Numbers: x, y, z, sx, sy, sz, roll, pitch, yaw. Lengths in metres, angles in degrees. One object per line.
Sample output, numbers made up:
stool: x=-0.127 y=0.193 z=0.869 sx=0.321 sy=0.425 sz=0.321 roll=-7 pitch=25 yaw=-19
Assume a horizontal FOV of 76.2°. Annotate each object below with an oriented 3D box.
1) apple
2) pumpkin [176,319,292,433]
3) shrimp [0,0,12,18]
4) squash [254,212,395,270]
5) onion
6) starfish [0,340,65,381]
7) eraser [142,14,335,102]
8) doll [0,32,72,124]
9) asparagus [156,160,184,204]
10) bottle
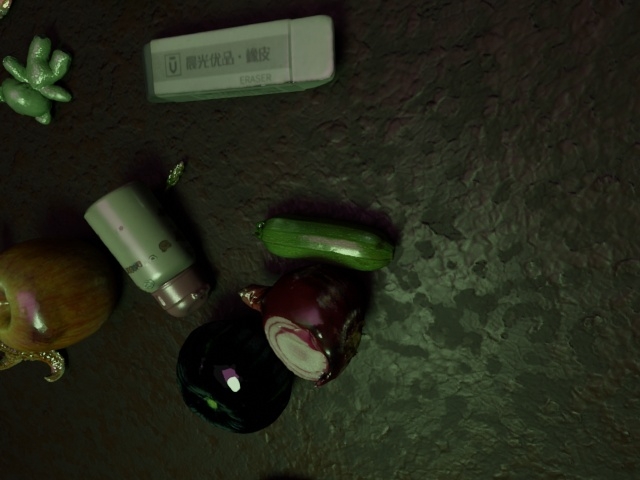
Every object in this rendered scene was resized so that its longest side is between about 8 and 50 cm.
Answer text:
apple: x=-0.494 y=0.096 z=0.753 sx=0.211 sy=0.188 sz=0.211 roll=4 pitch=99 yaw=23
pumpkin: x=-0.138 y=0.218 z=0.664 sx=0.202 sy=0.140 sz=0.202 roll=16 pitch=127 yaw=22
shrimp: x=-0.620 y=-0.513 z=0.759 sx=0.132 sy=0.051 sz=0.187 roll=1 pitch=107 yaw=2
squash: x=0.000 y=0.000 z=0.600 sx=0.219 sy=0.077 sz=0.068 roll=9 pitch=96 yaw=22
onion: x=-0.023 y=0.101 z=0.604 sx=0.198 sy=0.135 sz=0.173 roll=31 pitch=133 yaw=29
starfish: x=-0.671 y=0.181 z=0.863 sx=0.303 sy=0.113 sz=0.312 roll=-17 pitch=104 yaw=48
eraser: x=-0.138 y=-0.262 z=0.608 sx=0.352 sy=0.061 sz=0.089 roll=2 pitch=102 yaw=20
doll: x=-0.516 y=-0.297 z=0.752 sx=0.115 sy=0.077 sz=0.150 roll=34 pitch=103 yaw=-28
asparagus: x=-0.298 y=-0.053 z=0.735 sx=0.233 sy=0.022 sz=0.023 roll=-52 pitch=47 yaw=24
bottle: x=-0.277 y=0.022 z=0.687 sx=0.110 sy=0.110 sz=0.233 roll=-29 pitch=102 yaw=24
